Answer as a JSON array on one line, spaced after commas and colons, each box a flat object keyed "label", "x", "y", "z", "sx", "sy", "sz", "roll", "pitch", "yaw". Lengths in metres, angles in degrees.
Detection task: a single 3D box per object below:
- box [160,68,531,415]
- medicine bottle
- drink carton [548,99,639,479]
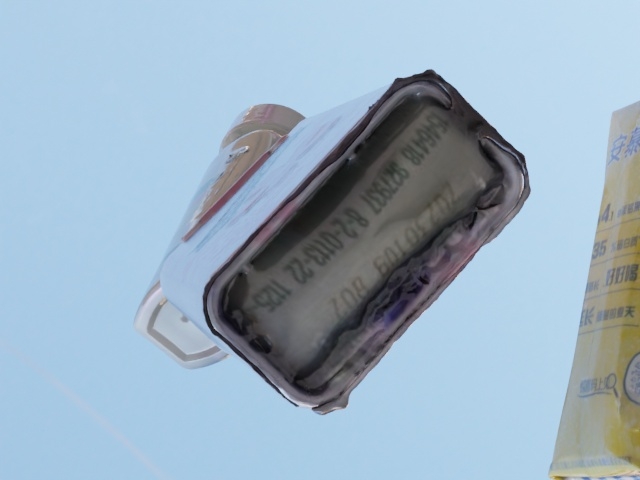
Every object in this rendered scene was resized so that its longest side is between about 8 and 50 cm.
[{"label": "box", "x": 0.000, "y": 0.000, "z": 1.017, "sx": 0.112, "sy": 0.369, "sz": 0.190, "roll": 43, "pitch": -95, "yaw": -9}, {"label": "medicine bottle", "x": -0.080, "y": -0.016, "z": 1.601, "sx": 0.111, "sy": 0.161, "sz": 0.296, "roll": 41, "pitch": -142, "yaw": -14}, {"label": "drink carton", "x": 0.140, "y": -0.005, "z": 0.578, "sx": 0.074, "sy": 0.084, "sz": 0.200, "roll": 16, "pitch": -106, "yaw": -16}]
